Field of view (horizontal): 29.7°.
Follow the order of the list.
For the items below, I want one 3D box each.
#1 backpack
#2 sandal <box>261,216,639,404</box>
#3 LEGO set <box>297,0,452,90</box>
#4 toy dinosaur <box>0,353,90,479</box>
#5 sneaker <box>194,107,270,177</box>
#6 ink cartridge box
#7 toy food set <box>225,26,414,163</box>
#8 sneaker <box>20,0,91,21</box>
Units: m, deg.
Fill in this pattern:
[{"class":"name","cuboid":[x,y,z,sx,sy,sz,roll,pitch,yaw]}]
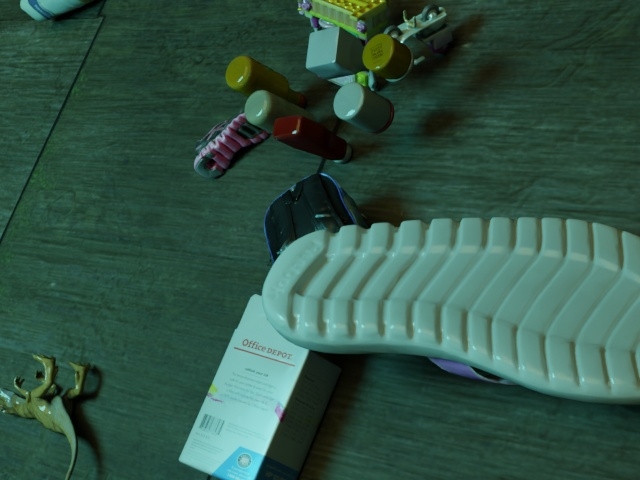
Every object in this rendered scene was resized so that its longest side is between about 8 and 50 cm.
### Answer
[{"class":"backpack","cuboid":[0.000,0.000,1.212,0.105,0.084,0.114,-32,53,14]},{"class":"sandal","cuboid":[0.151,0.063,1.052,0.416,0.102,0.169,9,56,27]},{"class":"LEGO set","cuboid":[0.028,-0.256,1.357,0.132,0.107,0.287,-19,40,-15]},{"class":"toy dinosaur","cuboid":[-0.297,0.192,1.363,0.211,0.064,0.112,19,95,52]},{"class":"sneaker","cuboid":[-0.102,-0.127,1.400,0.119,0.047,0.057,-37,37,14]},{"class":"ink cartridge box","cuboid":[-0.051,0.153,1.179,0.104,0.061,0.181,12,74,41]},{"class":"toy food set","cuboid":[0.013,-0.147,1.273,0.232,0.104,0.111,-6,72,39]},{"class":"sneaker","cuboid":[-0.391,-0.452,1.765,0.131,0.112,0.296,-24,52,26]}]
